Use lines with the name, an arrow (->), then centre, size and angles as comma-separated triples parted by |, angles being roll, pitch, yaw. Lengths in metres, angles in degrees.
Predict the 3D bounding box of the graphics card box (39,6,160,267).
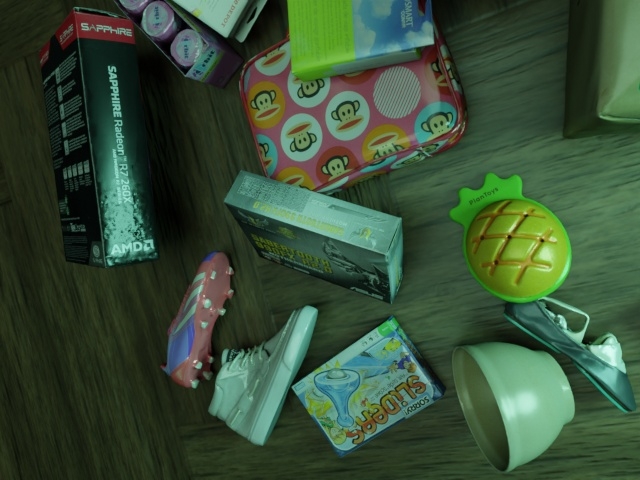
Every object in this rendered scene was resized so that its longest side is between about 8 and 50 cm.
graphics card box -> -0.364, -0.145, 0.845 | 0.232, 0.094, 0.371 | -1, 95, 50

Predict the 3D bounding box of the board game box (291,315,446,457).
board game box -> 0.070, 0.227, 0.805 | 0.201, 0.035, 0.136 | -40, 82, 20

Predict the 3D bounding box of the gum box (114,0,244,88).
gum box -> -0.222, -0.330, 0.813 | 0.188, 0.107, 0.062 | 47, 109, 10

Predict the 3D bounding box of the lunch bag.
lunch bag -> 0.034, -0.211, 0.724 | 0.293, 0.120, 0.258 | -19, 89, 22

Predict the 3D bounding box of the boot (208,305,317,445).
boot -> -0.102, 0.200, 0.833 | 0.123, 0.095, 0.258 | 25, 105, 9

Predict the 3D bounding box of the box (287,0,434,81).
box -> 0.049, -0.266, 0.637 | 0.178, 0.042, 0.109 | -4, 89, 20

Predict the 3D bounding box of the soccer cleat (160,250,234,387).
soccer cleat -> -0.215, 0.130, 0.881 | 0.095, 0.083, 0.248 | 19, 105, 22

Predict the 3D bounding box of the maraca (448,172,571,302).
maraca -> 0.245, -0.007, 0.685 | 0.127, 0.099, 0.186 | -29, 60, 13

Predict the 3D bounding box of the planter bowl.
planter bowl -> 0.256, 0.204, 0.681 | 0.109, 0.162, 0.162 | -14, 91, -4

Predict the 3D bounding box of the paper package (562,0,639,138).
paper package -> 0.340, -0.270, 0.502 | 0.168, 0.309, 0.325 | 3, 98, 20

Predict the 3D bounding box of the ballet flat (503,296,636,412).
ballet flat -> 0.338, 0.133, 0.678 | 0.203, 0.074, 0.074 | 41, 108, 14

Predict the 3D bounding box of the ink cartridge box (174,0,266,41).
ink cartridge box -> -0.153, -0.371, 0.776 | 0.143, 0.090, 0.092 | 34, 109, -10

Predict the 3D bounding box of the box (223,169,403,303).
box -> 0.000, 0.000, 0.729 | 0.231, 0.183, 0.056 | 18, 70, 17
